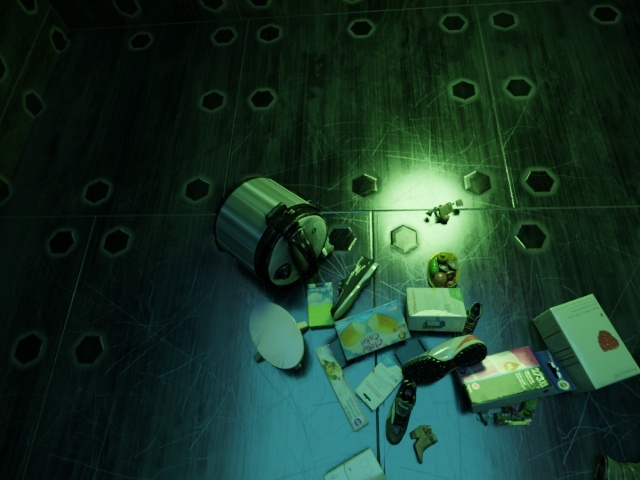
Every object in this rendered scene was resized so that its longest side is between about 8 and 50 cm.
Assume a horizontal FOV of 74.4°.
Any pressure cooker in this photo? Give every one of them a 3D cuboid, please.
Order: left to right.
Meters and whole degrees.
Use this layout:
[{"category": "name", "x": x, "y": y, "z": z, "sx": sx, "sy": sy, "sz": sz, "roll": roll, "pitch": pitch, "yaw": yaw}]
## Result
[{"category": "pressure cooker", "x": -0.174, "y": -0.016, "z": 1.692, "sx": 0.420, "sy": 0.369, "sz": 0.376, "roll": 34, "pitch": 111, "yaw": 30}]

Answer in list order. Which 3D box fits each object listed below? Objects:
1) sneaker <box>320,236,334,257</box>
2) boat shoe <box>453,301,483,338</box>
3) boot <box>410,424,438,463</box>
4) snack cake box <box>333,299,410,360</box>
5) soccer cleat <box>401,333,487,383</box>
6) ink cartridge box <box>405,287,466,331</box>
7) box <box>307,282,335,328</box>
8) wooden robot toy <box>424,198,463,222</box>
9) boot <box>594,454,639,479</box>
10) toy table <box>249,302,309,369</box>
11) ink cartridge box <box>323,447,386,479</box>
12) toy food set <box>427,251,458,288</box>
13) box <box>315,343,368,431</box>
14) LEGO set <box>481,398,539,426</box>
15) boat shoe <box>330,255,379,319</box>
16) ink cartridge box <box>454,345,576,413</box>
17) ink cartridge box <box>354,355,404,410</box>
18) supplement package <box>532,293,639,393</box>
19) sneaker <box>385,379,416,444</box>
[{"category": "sneaker", "x": 0.000, "y": 0.000, "z": 1.864, "sx": 0.076, "sy": 0.065, "sz": 0.167, "roll": -24, "pitch": 68, "yaw": -24}, {"category": "boat shoe", "x": 0.573, "y": 0.323, "z": 1.636, "sx": 0.065, "sy": 0.083, "sz": 0.184, "roll": 24, "pitch": 70, "yaw": 15}, {"category": "boot", "x": 0.374, "y": 0.720, "z": 1.497, "sx": 0.086, "sy": 0.042, "sz": 0.119, "roll": -12, "pitch": 65, "yaw": -3}, {"category": "snack cake box", "x": 0.197, "y": 0.348, "z": 1.639, "sx": 0.264, "sy": 0.089, "sz": 0.152, "roll": -19, "pitch": 81, "yaw": -3}, {"category": "soccer cleat", "x": 0.447, "y": 0.433, "z": 1.560, "sx": 0.317, "sy": 0.116, "sz": 0.109, "roll": -21, "pitch": 103, "yaw": 1}, {"category": "ink cartridge box", "x": 0.443, "y": 0.267, "z": 1.644, "sx": 0.212, "sy": 0.093, "sz": 0.154, "roll": 1, "pitch": 40, "yaw": 4}, {"category": "box", "x": 0.002, "y": 0.268, "z": 1.740, "sx": 0.108, "sy": 0.042, "sz": 0.179, "roll": -5, "pitch": 65, "yaw": 2}, {"category": "wooden robot toy", "x": 0.552, "y": -0.121, "z": 1.868, "sx": 0.173, "sy": 0.076, "sz": 0.079, "roll": -22, "pitch": 100, "yaw": -5}, {"category": "boot", "x": 1.042, "y": 0.750, "z": 1.382, "sx": 0.222, "sy": 0.118, "sz": 0.339, "roll": 16, "pitch": 63, "yaw": 18}, {"category": "toy table", "x": -0.162, "y": 0.384, "z": 1.638, "sx": 0.252, "sy": 0.161, "sz": 0.275, "roll": -23, "pitch": 65, "yaw": -5}, {"category": "ink cartridge box", "x": 0.142, "y": 0.844, "z": 1.388, "sx": 0.188, "sy": 0.066, "sz": 0.232, "roll": -27, "pitch": 60, "yaw": -8}, {"category": "toy food set", "x": 0.510, "y": 0.136, "z": 1.735, "sx": 0.128, "sy": 0.071, "sz": 0.218, "roll": 4, "pitch": 66, "yaw": 7}, {"category": "box", "x": 0.077, "y": 0.550, "z": 1.590, "sx": 0.063, "sy": 0.067, "sz": 0.324, "roll": -27, "pitch": 67, "yaw": -6}, {"category": "LEGO set", "x": 0.712, "y": 0.580, "z": 1.483, "sx": 0.286, "sy": 0.107, "sz": 0.132, "roll": -26, "pitch": 71, "yaw": -4}, {"category": "boat shoe", "x": 0.123, "y": 0.189, "z": 1.734, "sx": 0.091, "sy": 0.114, "sz": 0.302, "roll": 33, "pitch": 61, "yaw": 18}, {"category": "ink cartridge box", "x": 0.688, "y": 0.488, "z": 1.512, "sx": 0.370, "sy": 0.069, "sz": 0.176, "roll": -13, "pitch": 37, "yaw": 2}, {"category": "ink cartridge box", "x": 0.224, "y": 0.538, "z": 1.583, "sx": 0.181, "sy": 0.062, "sz": 0.104, "roll": -43, "pitch": 68, "yaw": -14}, {"category": "supplement package", "x": 0.949, "y": 0.376, "z": 1.524, "sx": 0.177, "sy": 0.175, "sz": 0.293, "roll": -18, "pitch": 65, "yaw": -4}, {"category": "sneaker", "x": 0.291, "y": 0.612, "z": 1.518, "sx": 0.078, "sy": 0.106, "sz": 0.235, "roll": 19, "pitch": 69, "yaw": 15}]
